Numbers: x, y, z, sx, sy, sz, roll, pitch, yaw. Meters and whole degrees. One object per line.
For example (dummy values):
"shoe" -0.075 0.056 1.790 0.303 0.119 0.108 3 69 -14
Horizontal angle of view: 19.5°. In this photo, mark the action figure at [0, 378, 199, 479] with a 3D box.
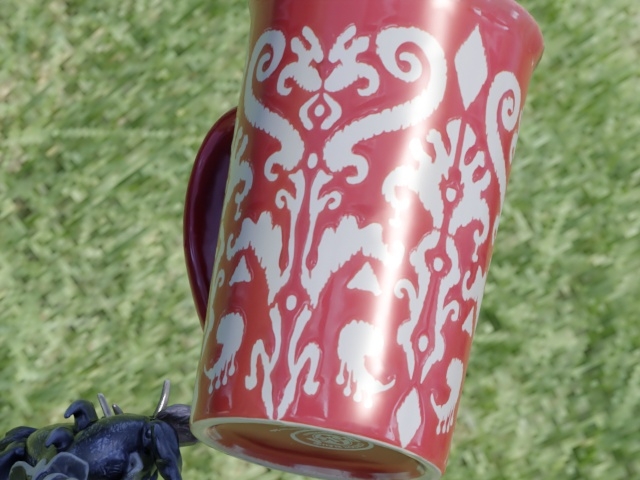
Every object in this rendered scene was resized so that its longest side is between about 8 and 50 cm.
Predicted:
"action figure" -0.144 0.176 1.067 0.275 0.164 0.141 -45 129 -68

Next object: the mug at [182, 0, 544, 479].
"mug" 0.010 0.002 0.694 0.113 0.150 0.169 14 71 -10
